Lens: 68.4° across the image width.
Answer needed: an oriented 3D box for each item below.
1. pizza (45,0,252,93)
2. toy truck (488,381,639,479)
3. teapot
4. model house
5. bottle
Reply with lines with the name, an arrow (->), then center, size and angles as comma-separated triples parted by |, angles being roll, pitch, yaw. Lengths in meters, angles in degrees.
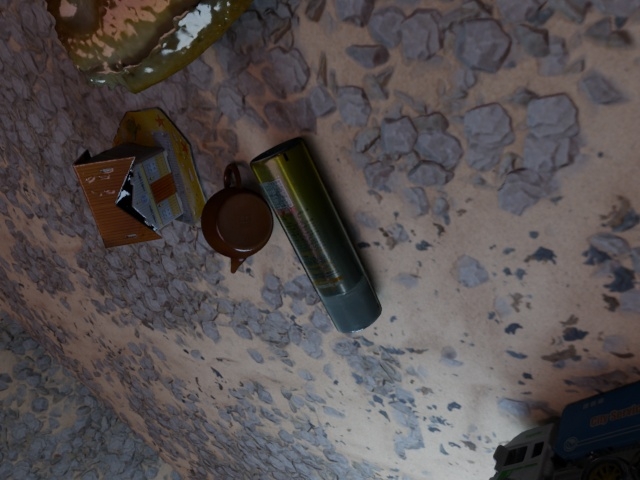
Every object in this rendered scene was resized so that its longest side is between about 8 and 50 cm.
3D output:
pizza -> -0.183, -0.408, 0.446 | 0.406, 0.130, 0.440 | 47, 115, 0
toy truck -> 0.369, 0.286, 0.561 | 0.146, 0.175, 0.367 | 44, 135, 1
teapot -> -0.135, -0.033, 0.733 | 0.116, 0.116, 0.173 | -2, 93, 36
model house -> -0.322, -0.096, 0.783 | 0.208, 0.136, 0.219 | 14, 128, 29
bottle -> 0.000, 0.000, 0.670 | 0.082, 0.082, 0.286 | -10, 115, 39
